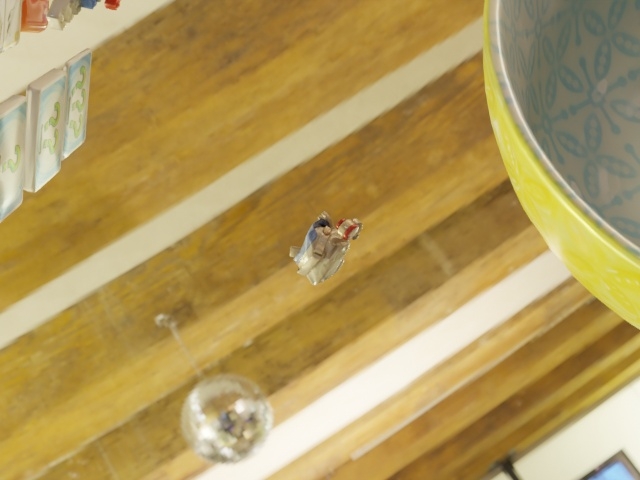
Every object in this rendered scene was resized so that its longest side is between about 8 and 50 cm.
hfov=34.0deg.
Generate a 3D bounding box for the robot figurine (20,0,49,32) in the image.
[{"bbox_3d":[-0.334,-0.334,1.117,0.128,0.158,0.219,-7,-78,-37],"label":"robot figurine"}]

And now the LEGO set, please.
[{"bbox_3d":[-0.159,-0.146,0.681,0.182,0.060,0.244,-69,-10,-65],"label":"LEGO set"}]

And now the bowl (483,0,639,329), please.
[{"bbox_3d":[0.213,-0.046,0.486,0.289,0.289,0.156,-28,-28,-14],"label":"bowl"}]

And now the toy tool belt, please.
[{"bbox_3d":[0.000,0.000,1.025,0.052,0.051,0.083,-28,-26,-48],"label":"toy tool belt"}]
